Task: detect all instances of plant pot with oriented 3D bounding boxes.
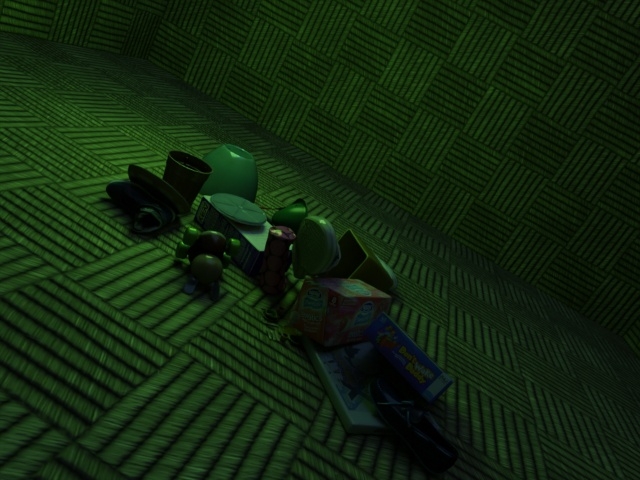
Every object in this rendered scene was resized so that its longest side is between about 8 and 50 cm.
[{"bbox_3d":[-0.491,-0.211,1.766,0.167,0.165,0.167,26,20,-10],"label":"plant pot"},{"bbox_3d":[-0.377,-0.285,2.071,0.290,0.195,0.290,26,20,-10],"label":"plant pot"},{"bbox_3d":[-0.527,-0.154,1.605,0.236,0.032,0.236,29,-19,11],"label":"plant pot"},{"bbox_3d":[0.129,0.124,1.763,0.187,0.212,0.212,33,15,-30],"label":"plant pot"}]

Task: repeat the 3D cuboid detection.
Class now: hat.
[{"bbox_3d":[-0.176,-0.094,1.950,0.183,0.208,0.173,11,68,-27],"label":"hat"}]

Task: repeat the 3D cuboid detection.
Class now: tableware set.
[{"bbox_3d":[-0.108,0.234,1.395,0.104,0.024,0.154,20,20,-25],"label":"tableware set"}]

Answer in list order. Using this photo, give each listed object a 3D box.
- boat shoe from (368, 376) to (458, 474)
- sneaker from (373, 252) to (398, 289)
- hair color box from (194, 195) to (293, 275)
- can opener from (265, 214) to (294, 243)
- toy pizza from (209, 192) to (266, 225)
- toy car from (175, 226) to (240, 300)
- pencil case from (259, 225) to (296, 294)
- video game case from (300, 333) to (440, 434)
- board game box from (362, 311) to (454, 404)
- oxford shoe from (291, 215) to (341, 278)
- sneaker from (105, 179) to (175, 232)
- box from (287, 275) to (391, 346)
[{"bbox_3d":[0.227,0.423,1.189,0.258,0.089,0.109,46,31,11],"label":"boat shoe"},{"bbox_3d":[0.201,0.109,2.065,0.305,0.114,0.152,48,12,33],"label":"sneaker"},{"bbox_3d":[-0.260,-0.022,1.704,0.339,0.110,0.185,43,25,31],"label":"hair color box"},{"bbox_3d":[-0.183,-0.032,1.925,0.186,0.059,0.073,43,-6,10],"label":"can opener"},{"bbox_3d":[-0.277,-0.098,1.668,0.201,0.032,0.201,23,21,-9],"label":"toy pizza"},{"bbox_3d":[-0.323,0.080,1.391,0.155,0.149,0.188,16,51,-24],"label":"toy car"},{"bbox_3d":[-0.130,0.057,1.531,0.098,0.209,0.095,-10,36,-38],"label":"pencil case"},{"bbox_3d":[0.127,0.381,1.335,0.300,0.036,0.329,17,22,-33],"label":"video game case"},{"bbox_3d":[0.249,0.323,1.350,0.233,0.078,0.347,45,0,21],"label":"board game box"},{"bbox_3d":[0.002,0.027,1.457,0.130,0.169,0.449,-2,-12,-10],"label":"oxford shoe"},{"bbox_3d":[-0.566,-0.104,1.510,0.226,0.086,0.163,28,16,-8],"label":"sneaker"},{"bbox_3d":[0.065,0.200,1.445,0.142,0.154,0.300,24,7,33],"label":"box"}]
